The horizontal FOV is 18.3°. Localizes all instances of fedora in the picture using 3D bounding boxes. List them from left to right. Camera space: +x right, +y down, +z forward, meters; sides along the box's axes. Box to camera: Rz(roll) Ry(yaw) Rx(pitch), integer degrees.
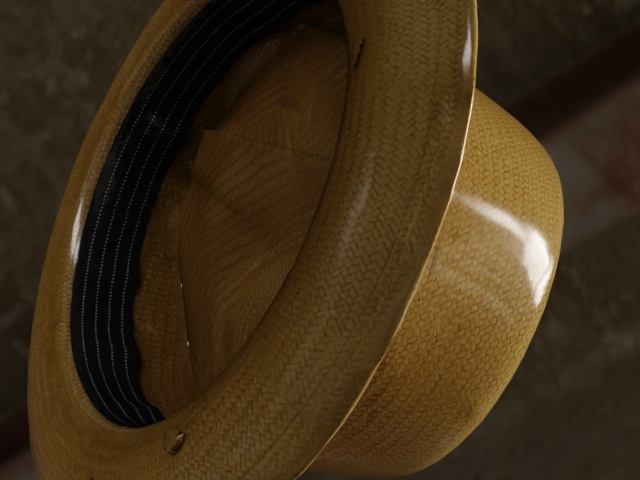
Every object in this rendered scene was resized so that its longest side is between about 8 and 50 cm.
[{"bbox_3d":[0.000,0.000,0.477,0.079,0.194,0.194,24,-62,-26],"label":"fedora"}]
